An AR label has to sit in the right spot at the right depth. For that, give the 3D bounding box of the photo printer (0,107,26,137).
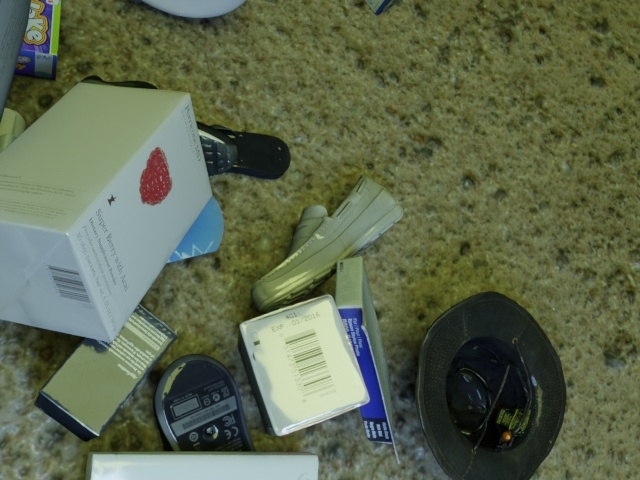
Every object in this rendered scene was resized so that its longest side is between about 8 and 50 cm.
[{"bbox_3d":[-0.544,-0.047,0.940,0.256,0.107,0.307,11,68,-19],"label":"photo printer"}]

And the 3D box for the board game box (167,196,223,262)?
[{"bbox_3d":[-0.235,-0.026,1.104,0.169,0.033,0.133,-15,74,-27],"label":"board game box"}]

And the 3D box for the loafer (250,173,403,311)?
[{"bbox_3d":[0.000,0.000,1.155,0.319,0.112,0.111,-37,83,-36],"label":"loafer"}]

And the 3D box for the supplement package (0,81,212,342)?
[{"bbox_3d":[-0.284,-0.049,0.911,0.176,0.177,0.292,8,43,16],"label":"supplement package"}]

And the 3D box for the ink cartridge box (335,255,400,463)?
[{"bbox_3d":[0.063,0.164,1.023,0.045,0.224,0.223,-12,110,6],"label":"ink cartridge box"}]

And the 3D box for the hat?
[{"bbox_3d":[0.239,0.236,1.152,0.332,0.134,0.331,2,86,-34],"label":"hat"}]

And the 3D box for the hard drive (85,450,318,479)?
[{"bbox_3d":[-0.153,0.380,0.939,0.308,0.040,0.202,9,80,-26],"label":"hard drive"}]

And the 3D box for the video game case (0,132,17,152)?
[{"bbox_3d":[-0.377,-0.018,0.989,0.183,0.023,0.201,33,55,-54],"label":"video game case"}]

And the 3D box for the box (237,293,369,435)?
[{"bbox_3d":[-0.032,0.178,0.991,0.127,0.232,0.148,-18,79,-11],"label":"box"}]

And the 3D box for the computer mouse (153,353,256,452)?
[{"bbox_3d":[-0.164,0.292,1.008,0.189,0.072,0.272,-14,90,-28],"label":"computer mouse"}]

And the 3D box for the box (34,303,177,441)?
[{"bbox_3d":[-0.283,0.170,0.946,0.093,0.156,0.158,40,62,-7],"label":"box"}]

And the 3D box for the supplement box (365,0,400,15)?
[{"bbox_3d":[0.123,-0.499,1.402,0.083,0.056,0.083,-38,89,-28],"label":"supplement box"}]

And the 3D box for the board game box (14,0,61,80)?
[{"bbox_3d":[-0.515,-0.430,1.102,0.234,0.078,0.346,4,71,-22],"label":"board game box"}]

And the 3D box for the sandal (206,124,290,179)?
[{"bbox_3d":[-0.168,-0.150,1.161,0.255,0.054,0.097,-2,73,-23],"label":"sandal"}]

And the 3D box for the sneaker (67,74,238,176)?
[{"bbox_3d":[-0.250,-0.187,1.076,0.284,0.107,0.124,14,55,6],"label":"sneaker"}]

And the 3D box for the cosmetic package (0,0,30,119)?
[{"bbox_3d":[-0.495,-0.297,0.766,0.330,0.393,0.327,13,59,-21],"label":"cosmetic package"}]

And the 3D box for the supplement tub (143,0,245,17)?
[{"bbox_3d":[-0.202,-0.563,1.188,0.236,0.235,0.324,13,67,-18],"label":"supplement tub"}]
